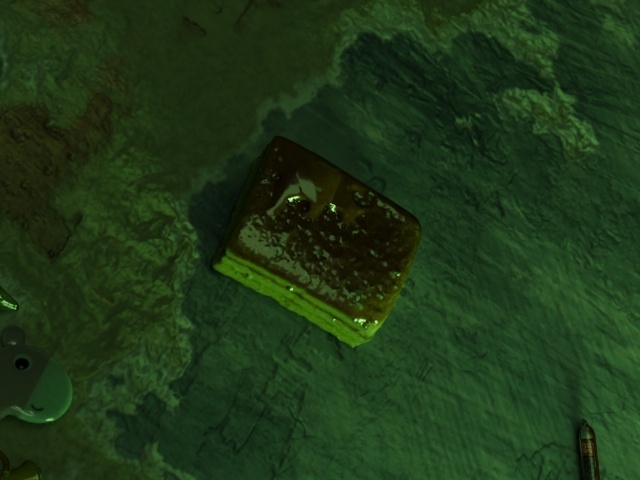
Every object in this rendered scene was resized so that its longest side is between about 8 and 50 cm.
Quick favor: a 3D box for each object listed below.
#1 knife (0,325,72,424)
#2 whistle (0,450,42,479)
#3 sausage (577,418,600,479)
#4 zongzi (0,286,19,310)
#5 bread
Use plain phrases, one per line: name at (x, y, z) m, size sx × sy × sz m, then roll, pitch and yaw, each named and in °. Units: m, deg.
knife at (-0.446, 0.217, 1.777) m, size 0.398 × 0.038 × 0.132 m, roll -32°, pitch 76°, yaw -39°
whistle at (-0.365, 0.268, 1.802) m, size 0.109 × 0.057 × 0.046 m, roll 3°, pitch 38°, yaw -47°
sausage at (0.365, 0.338, 2.158) m, size 0.028 × 0.025 × 0.198 m, roll -1°, pitch 73°, yaw -7°
zongzi at (-0.442, 0.007, 1.867) m, size 0.176 × 0.078 × 0.160 m, roll 0°, pitch 73°, yaw -36°
bread at (0.000, 0.000, 2.050) m, size 0.234 × 0.110 × 0.184 m, roll 30°, pitch 64°, yaw -14°
